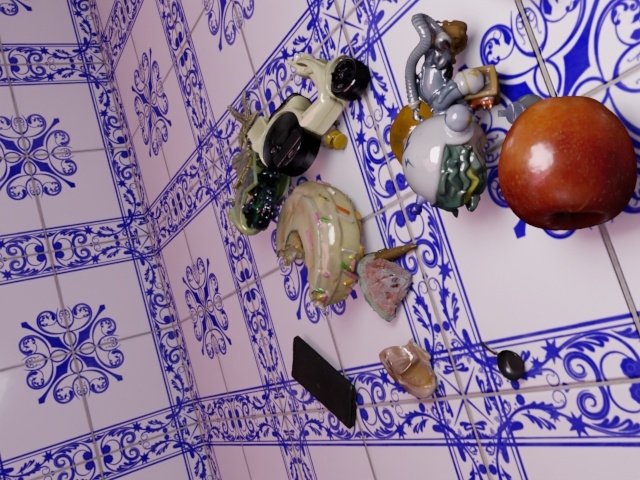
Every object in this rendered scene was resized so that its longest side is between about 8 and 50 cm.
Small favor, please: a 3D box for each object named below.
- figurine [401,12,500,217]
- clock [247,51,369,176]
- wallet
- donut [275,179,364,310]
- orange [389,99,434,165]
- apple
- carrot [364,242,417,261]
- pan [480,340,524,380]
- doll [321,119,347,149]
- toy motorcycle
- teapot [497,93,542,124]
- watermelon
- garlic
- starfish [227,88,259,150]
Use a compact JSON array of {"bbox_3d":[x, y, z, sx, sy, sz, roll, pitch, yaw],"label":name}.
[{"bbox_3d":[0.262,-0.235,1.253,0.186,0.261,0.382,1,83,27],"label":"figurine"},{"bbox_3d":[-0.043,-0.359,1.686,0.379,0.120,0.276,-51,46,19],"label":"clock"},{"bbox_3d":[0.010,0.446,2.006,0.321,0.044,0.171,31,126,46],"label":"wallet"},{"bbox_3d":[-0.002,-0.010,1.734,0.371,0.150,0.307,-134,48,-57],"label":"donut"},{"bbox_3d":[0.214,-0.231,1.416,0.170,0.112,0.160,54,141,16],"label":"orange"},{"bbox_3d":[0.406,-0.124,1.045,0.218,0.218,0.201,-14,63,58],"label":"apple"},{"bbox_3d":[0.167,0.041,1.629,0.254,0.049,0.049,-23,80,54],"label":"carrot"},{"bbox_3d":[0.395,0.252,1.355,0.115,0.023,0.068,43,134,39],"label":"pan"},{"bbox_3d":[0.022,-0.299,1.733,0.127,0.073,0.084,35,95,43],"label":"doll"},{"bbox_3d":[-0.182,-0.181,1.925,0.237,0.168,0.410,-42,35,46],"label":"toy motorcycle"},{"bbox_3d":[0.378,-0.244,1.194,0.088,0.057,0.066,15,111,55],"label":"teapot"},{"bbox_3d":[0.180,0.111,1.617,0.139,0.071,0.187,-16,110,33],"label":"watermelon"},{"bbox_3d":[0.221,0.329,1.593,0.174,0.099,0.124,45,150,40],"label":"garlic"},{"bbox_3d":[-0.251,-0.406,2.126,0.176,0.053,0.208,-7,92,59],"label":"starfish"}]
